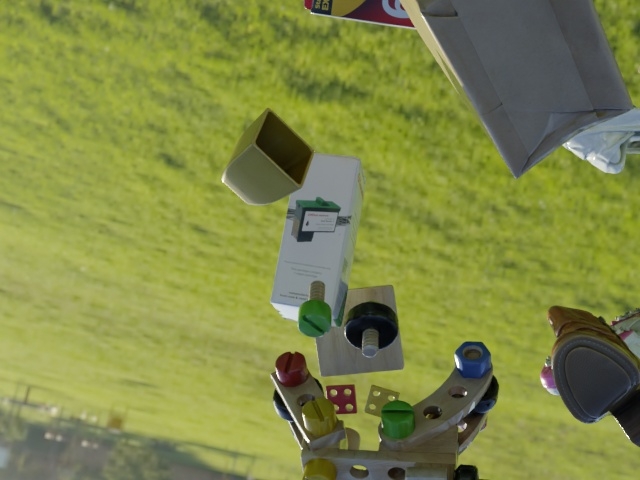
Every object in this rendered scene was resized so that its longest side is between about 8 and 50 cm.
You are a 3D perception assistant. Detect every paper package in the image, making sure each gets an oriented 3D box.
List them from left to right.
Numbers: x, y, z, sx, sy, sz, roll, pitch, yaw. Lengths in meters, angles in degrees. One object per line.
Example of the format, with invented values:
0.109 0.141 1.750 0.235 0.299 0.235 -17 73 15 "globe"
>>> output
0.189 -0.292 1.363 0.168 0.325 0.309 -32 133 7 "paper package"

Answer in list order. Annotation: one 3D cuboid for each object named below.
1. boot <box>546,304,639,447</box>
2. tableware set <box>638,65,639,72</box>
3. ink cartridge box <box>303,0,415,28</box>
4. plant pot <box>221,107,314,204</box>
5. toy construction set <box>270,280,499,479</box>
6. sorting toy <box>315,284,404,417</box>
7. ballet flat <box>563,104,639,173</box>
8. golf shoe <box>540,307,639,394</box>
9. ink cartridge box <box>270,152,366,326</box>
0.253 0.108 1.107 0.073 0.152 0.197 -38 128 12 "boot"
0.482 -0.213 1.501 0.039 0.128 0.194 1 159 -15 "tableware set"
0.088 -0.516 1.918 0.271 0.310 0.130 12 -168 23 "ink cartridge box"
-0.070 -0.089 1.378 0.081 0.081 0.083 42 125 -19 "plant pot"
0.054 0.252 1.240 0.257 0.237 0.309 15 131 -11 "toy construction set"
0.060 0.146 1.803 0.132 0.275 0.046 -7 -171 12 "sorting toy"
0.572 -0.179 2.069 0.400 0.139 0.139 2 165 13 "ballet flat"
0.464 0.195 1.783 0.306 0.140 0.115 -19 180 -35 "golf shoe"
0.000 0.000 1.642 0.092 0.219 0.160 8 168 7 "ink cartridge box"
